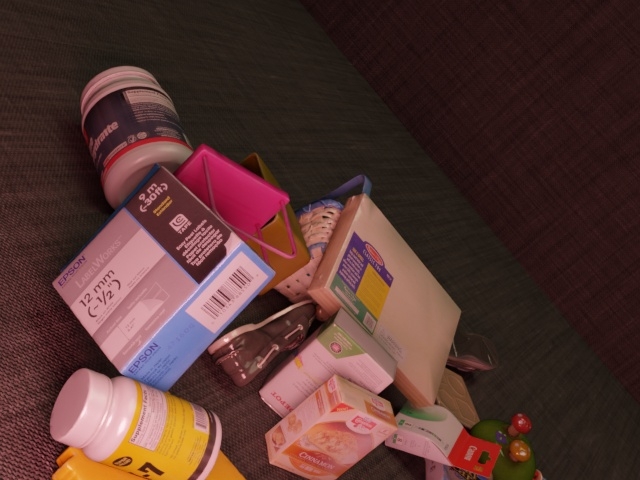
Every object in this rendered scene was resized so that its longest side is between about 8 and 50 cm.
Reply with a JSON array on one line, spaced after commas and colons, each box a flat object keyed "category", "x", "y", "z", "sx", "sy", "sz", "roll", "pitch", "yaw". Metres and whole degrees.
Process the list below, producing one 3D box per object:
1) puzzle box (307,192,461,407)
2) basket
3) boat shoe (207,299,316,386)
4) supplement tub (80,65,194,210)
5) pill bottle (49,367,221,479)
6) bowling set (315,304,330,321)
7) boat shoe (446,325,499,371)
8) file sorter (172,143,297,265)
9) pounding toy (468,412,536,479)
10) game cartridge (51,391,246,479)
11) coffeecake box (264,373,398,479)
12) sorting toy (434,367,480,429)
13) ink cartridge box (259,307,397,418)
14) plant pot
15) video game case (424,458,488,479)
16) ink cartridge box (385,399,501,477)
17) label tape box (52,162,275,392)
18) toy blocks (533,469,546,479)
[{"category": "puzzle box", "x": 0.150, "y": 0.131, "z": 1.999, "sx": 0.409, "sy": 0.052, "sz": 0.272, "roll": 49, "pitch": 46, "yaw": -28}, {"category": "basket", "x": 0.000, "y": 0.000, "z": 2.103, "sx": 0.201, "sy": 0.254, "sz": 0.289, "roll": 36, "pitch": 42, "yaw": -31}, {"category": "boat shoe", "x": -0.094, "y": 0.197, "z": 1.782, "sx": 0.096, "sy": 0.112, "sz": 0.335, "roll": 59, "pitch": 28, "yaw": 7}, {"category": "supplement tub", "x": -0.361, "y": -0.194, "z": 1.841, "sx": 0.191, "sy": 0.191, "sz": 0.272, "roll": 21, "pitch": 33, "yaw": -47}, {"category": "pill bottle", "x": -0.248, "y": 0.254, "z": 1.261, "sx": 0.208, "sy": 0.119, "sz": 0.119, "roll": 29, "pitch": 27, "yaw": -31}, {"category": "bowling set", "x": 0.101, "y": 0.219, "z": 2.091, "sx": 0.287, "sy": 0.154, "sz": 0.200, "roll": 12, "pitch": 59, "yaw": -57}, {"category": "boat shoe", "x": 0.335, "y": 0.278, "z": 2.450, "sx": 0.320, "sy": 0.103, "sz": 0.118, "roll": 22, "pitch": 51, "yaw": -36}, {"category": "file sorter", "x": -0.209, "y": 0.025, "z": 1.616, "sx": 0.202, "sy": 0.290, "sz": 0.182, "roll": 30, "pitch": 30, "yaw": -36}, {"category": "pounding toy", "x": 0.428, "y": 0.475, "z": 2.164, "sx": 0.236, "sy": 0.110, "sz": 0.183, "roll": 3, "pitch": 47, "yaw": -37}, {"category": "game cartridge", "x": -0.203, "y": 0.384, "z": 1.338, "sx": 0.324, "sy": 0.053, "sz": 0.285, "roll": 47, "pitch": 22, "yaw": 7}, {"category": "coffeecake box", "x": 0.018, "y": 0.335, "z": 1.631, "sx": 0.142, "sy": 0.185, "sz": 0.068, "roll": 31, "pitch": 26, "yaw": -33}, {"category": "sorting toy", "x": 0.316, "y": 0.383, "z": 2.303, "sx": 0.208, "sy": 0.038, "sz": 0.193, "roll": 36, "pitch": 24, "yaw": -35}, {"category": "ink cartridge box", "x": 0.014, "y": 0.255, "z": 1.729, "sx": 0.154, "sy": 0.212, "sz": 0.093, "roll": 44, "pitch": 19, "yaw": -5}, {"category": "plant pot", "x": -0.140, "y": -0.012, "z": 1.936, "sx": 0.187, "sy": 0.212, "sz": 0.212, "roll": 41, "pitch": 20, "yaw": -43}, {"category": "video game case", "x": 0.330, "y": 0.584, "z": 1.942, "sx": 0.269, "sy": 0.061, "sz": 0.244, "roll": 41, "pitch": 21, "yaw": -12}, {"category": "ink cartridge box", "x": 0.268, "y": 0.414, "z": 1.979, "sx": 0.224, "sy": 0.056, "sz": 0.181, "roll": 13, "pitch": 14, "yaw": 17}, {"category": "label tape box", "x": -0.268, "y": 0.028, "z": 1.410, "sx": 0.347, "sy": 0.249, "sz": 0.115, "roll": 40, "pitch": -4, "yaw": 37}, {"category": "toy blocks", "x": 0.499, "y": 0.553, "z": 2.309, "sx": 0.148, "sy": 0.054, "sz": 0.123, "roll": 32, "pitch": 26, "yaw": -32}]
